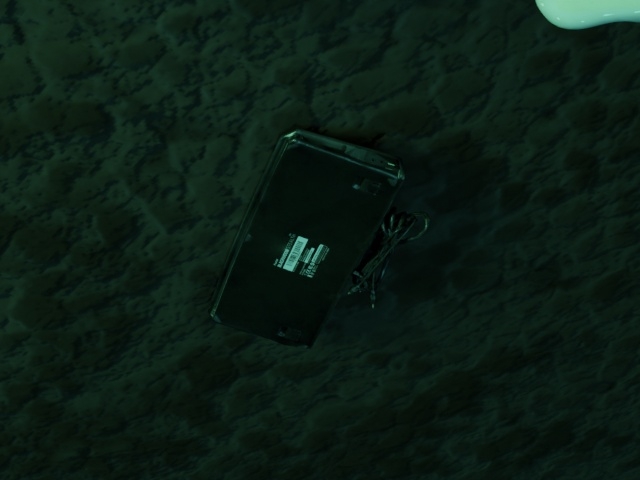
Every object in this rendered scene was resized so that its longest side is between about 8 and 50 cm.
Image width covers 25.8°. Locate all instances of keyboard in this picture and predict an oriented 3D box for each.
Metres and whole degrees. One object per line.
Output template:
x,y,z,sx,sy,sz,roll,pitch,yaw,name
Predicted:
0.000,0.000,0.853,0.100,0.038,0.192,20,141,-7,keyboard

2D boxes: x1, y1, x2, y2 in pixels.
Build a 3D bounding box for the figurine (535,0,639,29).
0.189,-0.159,0.533,0.215,0.092,0.209,-30,177,25,figurine
